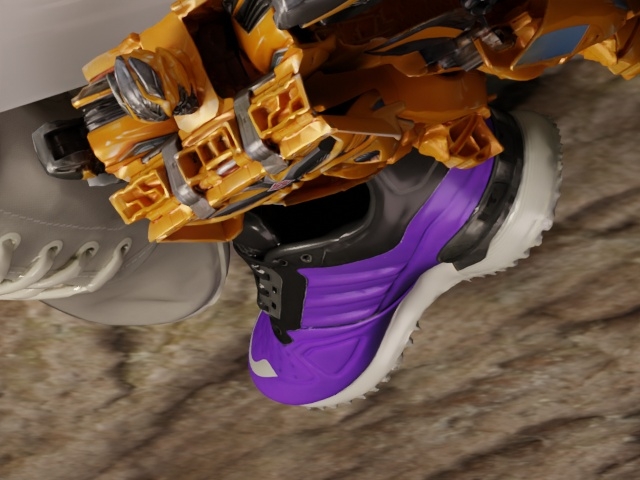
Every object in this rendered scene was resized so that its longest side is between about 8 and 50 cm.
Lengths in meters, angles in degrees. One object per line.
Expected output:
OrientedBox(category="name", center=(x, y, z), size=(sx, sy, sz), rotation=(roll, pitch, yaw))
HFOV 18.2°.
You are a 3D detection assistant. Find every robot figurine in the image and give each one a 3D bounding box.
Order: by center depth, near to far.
OrientedBox(category="robot figurine", center=(0.021, -0.070, 0.841), size=(0.211, 0.085, 0.291), rotation=(-30, 172, 38))

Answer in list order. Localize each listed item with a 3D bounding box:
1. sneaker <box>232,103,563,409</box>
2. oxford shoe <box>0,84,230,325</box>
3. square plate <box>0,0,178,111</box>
OrientedBox(category="sneaker", center=(0.000, -0.001, 1.114), size=(0.146, 0.102, 0.293), rotation=(11, 147, -24))
OrientedBox(category="oxford shoe", center=(-0.168, -0.024, 0.993), size=(0.169, 0.130, 0.449), rotation=(-11, 156, 13))
OrientedBox(category="square plate", center=(-0.120, -0.108, 0.654), size=(0.344, 0.049, 0.347), rotation=(-19, 170, -26))
